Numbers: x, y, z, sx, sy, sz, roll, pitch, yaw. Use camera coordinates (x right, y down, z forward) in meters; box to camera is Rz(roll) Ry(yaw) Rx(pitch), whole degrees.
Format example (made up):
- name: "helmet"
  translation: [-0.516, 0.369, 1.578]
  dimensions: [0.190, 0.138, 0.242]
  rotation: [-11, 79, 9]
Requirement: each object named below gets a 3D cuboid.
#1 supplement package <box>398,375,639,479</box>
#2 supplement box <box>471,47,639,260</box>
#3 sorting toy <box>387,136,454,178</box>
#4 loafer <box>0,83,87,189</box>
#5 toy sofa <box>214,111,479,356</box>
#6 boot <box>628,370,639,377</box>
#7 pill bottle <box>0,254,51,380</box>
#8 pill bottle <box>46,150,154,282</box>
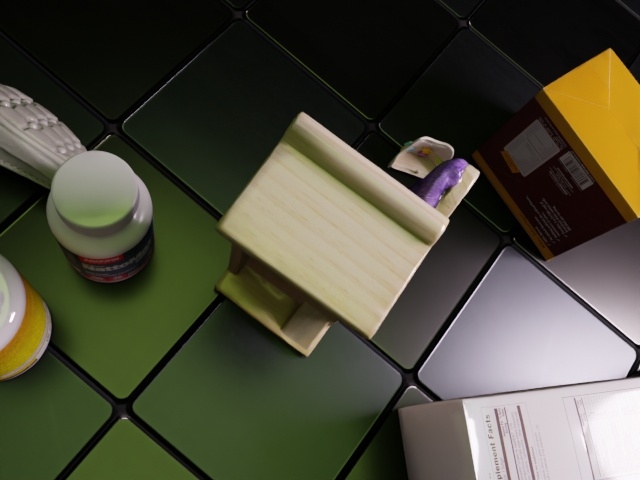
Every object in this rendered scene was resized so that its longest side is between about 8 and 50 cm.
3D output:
- name: "supplement package"
  translation: [0.255, 0.267, 0.718]
  dimensions: [0.262, 0.199, 0.198]
  rotation: [-3, 74, -14]
- name: "supplement box"
  translation: [0.343, -0.105, 0.856]
  dimensions: [0.129, 0.194, 0.191]
  rotation: [-31, 83, -20]
- name: "sorting toy"
  translation: [0.145, -0.117, 0.876]
  dimensions: [0.083, 0.075, 0.045]
  rotation: [18, 70, -8]
- name: "loafer"
  translation: [-0.416, -0.141, 0.744]
  dimensions: [0.319, 0.112, 0.111]
  rotation: [33, 104, -3]
- name: "toy sofa"
  translation: [0.000, 0.000, 0.654]
  dimensions: [0.150, 0.362, 0.177]
  rotation: [36, 75, 0]
- name: "boot"
  translation: [0.475, 0.308, 0.803]
  dimensions: [0.091, 0.263, 0.229]
  rotation: [-22, 109, 18]
- name: "pill bottle"
  translation: [-0.341, 0.073, 0.627]
  dimensions: [0.117, 0.215, 0.117]
  rotation: [4, 73, -13]
- name: "pill bottle"
  translation: [-0.238, -0.024, 0.700]
  dimensions: [0.107, 0.180, 0.108]
  rotation: [4, 73, -12]
